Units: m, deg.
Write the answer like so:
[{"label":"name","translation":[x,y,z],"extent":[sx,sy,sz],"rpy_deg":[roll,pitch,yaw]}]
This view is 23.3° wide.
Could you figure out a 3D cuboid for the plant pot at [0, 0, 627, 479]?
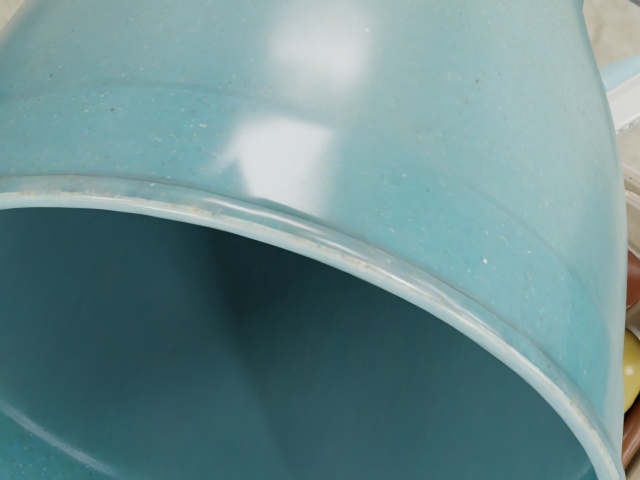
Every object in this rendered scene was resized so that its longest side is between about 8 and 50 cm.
[{"label":"plant pot","translation":[-0.008,-0.023,0.585],"extent":[0.272,0.271,0.255],"rpy_deg":[20,53,-5]}]

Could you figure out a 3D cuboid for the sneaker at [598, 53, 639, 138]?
[{"label":"sneaker","translation":[0.158,-0.125,1.439],"extent":[0.366,0.135,0.150],"rpy_deg":[-21,90,21]}]

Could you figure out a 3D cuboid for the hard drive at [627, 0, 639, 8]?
[{"label":"hard drive","translation":[0.298,-0.200,1.076],"extent":[0.203,0.307,0.040],"rpy_deg":[29,124,-6]}]

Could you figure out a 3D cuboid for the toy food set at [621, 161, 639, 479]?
[{"label":"toy food set","translation":[0.154,0.105,1.012],"extent":[0.220,0.092,0.306],"rpy_deg":[30,96,-14]}]
